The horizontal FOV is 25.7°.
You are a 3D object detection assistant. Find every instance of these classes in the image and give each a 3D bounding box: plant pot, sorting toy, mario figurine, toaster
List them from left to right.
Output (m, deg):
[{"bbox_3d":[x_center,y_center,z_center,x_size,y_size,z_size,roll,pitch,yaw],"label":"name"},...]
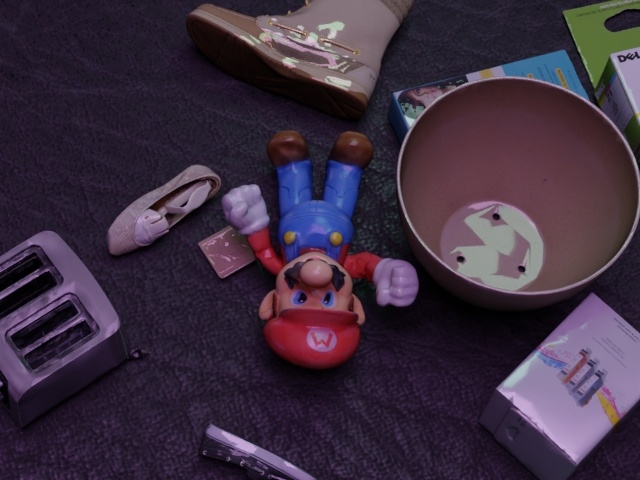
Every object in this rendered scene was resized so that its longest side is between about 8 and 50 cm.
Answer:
[{"bbox_3d":[-0.324,0.100,1.644,0.186,0.110,0.168,-33,72,-17],"label":"toaster"},{"bbox_3d":[-0.103,0.007,1.756,0.083,0.012,0.062,-30,65,-13],"label":"sorting toy"},{"bbox_3d":[0.000,0.000,1.672,0.198,0.170,0.320,-21,52,30],"label":"mario figurine"},{"bbox_3d":[0.223,-0.027,1.694,0.284,0.191,0.284,2,64,-3],"label":"plant pot"}]

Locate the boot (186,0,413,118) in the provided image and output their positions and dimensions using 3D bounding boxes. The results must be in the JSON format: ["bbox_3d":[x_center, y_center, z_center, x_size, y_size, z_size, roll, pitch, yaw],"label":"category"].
[{"bbox_3d":[-0.025,-0.296,1.858,0.262,0.095,0.203,23,66,5],"label":"boot"}]

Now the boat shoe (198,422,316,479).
[{"bbox_3d":[-0.074,0.258,1.624,0.142,0.049,0.040,25,85,10],"label":"boat shoe"}]

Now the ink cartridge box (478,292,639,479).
[{"bbox_3d":[0.294,0.179,1.635,0.176,0.128,0.127,-41,74,-19],"label":"ink cartridge box"}]

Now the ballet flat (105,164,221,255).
[{"bbox_3d":[-0.193,-0.038,1.742,0.168,0.057,0.052,-42,38,-20],"label":"ballet flat"}]

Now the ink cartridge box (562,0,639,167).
[{"bbox_3d":[0.455,-0.241,1.862,0.189,0.097,0.255,-14,67,-10],"label":"ink cartridge box"}]

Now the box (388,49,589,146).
[{"bbox_3d":[0.220,-0.168,1.832,0.244,0.060,0.100,-15,66,-11],"label":"box"}]
